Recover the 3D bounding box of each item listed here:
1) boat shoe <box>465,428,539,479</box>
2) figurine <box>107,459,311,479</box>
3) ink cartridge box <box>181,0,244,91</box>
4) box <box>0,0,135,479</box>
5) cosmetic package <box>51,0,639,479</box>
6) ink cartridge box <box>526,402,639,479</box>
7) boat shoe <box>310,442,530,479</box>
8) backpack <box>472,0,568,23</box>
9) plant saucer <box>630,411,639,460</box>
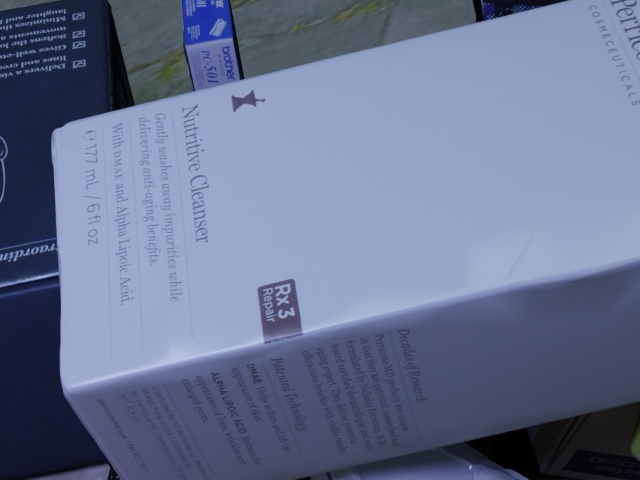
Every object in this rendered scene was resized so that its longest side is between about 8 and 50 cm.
[{"bbox_3d":[0.097,0.180,0.884,0.092,0.102,0.285,12,40,29],"label":"boat shoe"},{"bbox_3d":[-0.089,0.230,0.882,0.210,0.092,0.215,-2,42,20],"label":"figurine"},{"bbox_3d":[-0.088,-0.123,1.173,0.046,0.207,0.097,-10,42,0],"label":"ink cartridge box"},{"bbox_3d":[-0.298,-0.005,1.077,0.294,0.212,0.395,-10,41,-2],"label":"box"},{"bbox_3d":[0.047,0.004,0.766,0.385,0.156,0.217,-16,50,4],"label":"cosmetic package"},{"bbox_3d":[0.233,0.071,0.935,0.193,0.088,0.234,11,38,-17],"label":"ink cartridge box"},{"bbox_3d":[0.115,0.181,0.792,0.258,0.084,0.095,29,67,-8],"label":"boat shoe"},{"bbox_3d":[0.235,-0.179,1.147,0.191,0.253,0.225,15,43,19],"label":"backpack"},{"bbox_3d":[0.303,0.066,0.784,0.188,0.045,0.188,5,42,24],"label":"plant saucer"}]
